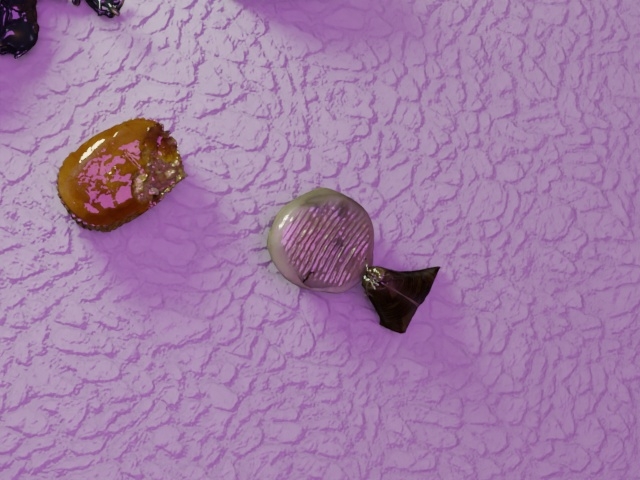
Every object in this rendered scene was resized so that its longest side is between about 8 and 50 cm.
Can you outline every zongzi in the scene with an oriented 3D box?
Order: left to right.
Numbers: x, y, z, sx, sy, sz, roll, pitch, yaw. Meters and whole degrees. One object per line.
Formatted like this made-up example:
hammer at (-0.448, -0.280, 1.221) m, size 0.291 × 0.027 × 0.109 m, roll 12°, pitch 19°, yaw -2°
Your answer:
zongzi at (0.169, 0.071, 1.953) m, size 0.184 × 0.084 × 0.187 m, roll -50°, pitch 139°, yaw -18°

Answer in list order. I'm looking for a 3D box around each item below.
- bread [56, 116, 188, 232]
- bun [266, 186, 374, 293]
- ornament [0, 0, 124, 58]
bread at (-0.385, -0.126, 1.825) m, size 0.250 × 0.133 × 0.179 m, roll -32°, pitch 90°, yaw -16°
bun at (0.000, 0.000, 1.925) m, size 0.237 × 0.116 × 0.210 m, roll 24°, pitch 83°, yaw -29°
ornament at (-0.499, -0.443, 1.844) m, size 0.236 × 0.080 × 0.202 m, roll 2°, pitch 81°, yaw -15°
